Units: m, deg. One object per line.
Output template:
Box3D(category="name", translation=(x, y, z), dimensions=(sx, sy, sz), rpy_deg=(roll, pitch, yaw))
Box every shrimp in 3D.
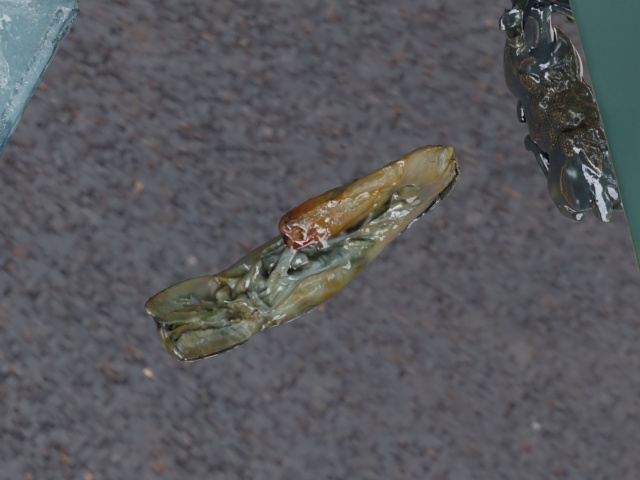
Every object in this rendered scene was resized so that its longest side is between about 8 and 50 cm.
Box3D(category="shrimp", translation=(0.001, 0.001, 1.315), dimensions=(0.253, 0.173, 0.058), rpy_deg=(-26, 77, -41))

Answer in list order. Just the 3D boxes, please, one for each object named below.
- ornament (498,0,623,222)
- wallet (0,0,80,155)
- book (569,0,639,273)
Box3D(category="ornament", translation=(0.186, -0.129, 1.547), dimensions=(0.080, 0.202, 0.236), rpy_deg=(-19, 161, 0))
Box3D(category="wallet", translation=(-0.329, -0.113, 1.358), dimensions=(0.251, 0.054, 0.290), rpy_deg=(26, 60, -8))
Box3D(category="book", translation=(0.260, -0.182, 1.221), dimensions=(0.031, 0.264, 0.379), rpy_deg=(-15, 91, -49))
